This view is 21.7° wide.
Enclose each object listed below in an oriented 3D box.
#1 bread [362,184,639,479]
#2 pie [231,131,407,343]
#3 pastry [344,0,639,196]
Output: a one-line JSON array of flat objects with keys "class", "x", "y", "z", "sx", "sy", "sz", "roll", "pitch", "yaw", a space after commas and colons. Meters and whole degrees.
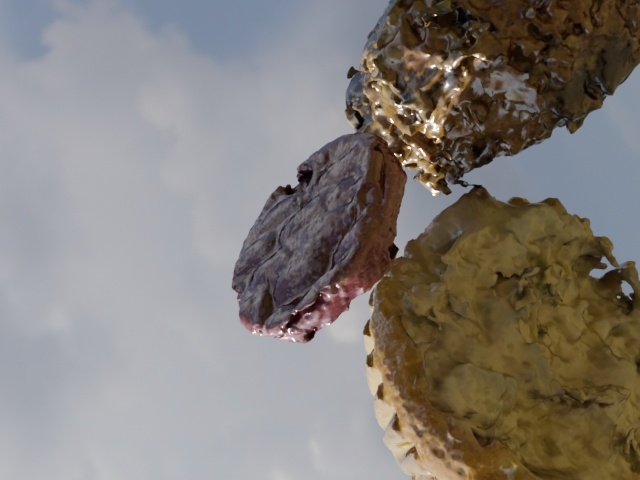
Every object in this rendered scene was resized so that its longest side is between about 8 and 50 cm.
[{"class": "bread", "x": 0.144, "y": 0.103, "z": 1.264, "sx": 0.274, "sy": 0.149, "sz": 0.274, "roll": 14, "pitch": -123, "yaw": -23}, {"class": "pie", "x": 0.000, "y": 0.000, "z": 1.027, "sx": 0.038, "sy": 0.153, "sz": 0.154, "roll": 34, "pitch": -146, "yaw": -26}, {"class": "pastry", "x": 0.127, "y": -0.167, "z": 1.254, "sx": 0.193, "sy": 0.275, "sz": 0.275, "roll": 51, "pitch": -155, "yaw": -13}]
